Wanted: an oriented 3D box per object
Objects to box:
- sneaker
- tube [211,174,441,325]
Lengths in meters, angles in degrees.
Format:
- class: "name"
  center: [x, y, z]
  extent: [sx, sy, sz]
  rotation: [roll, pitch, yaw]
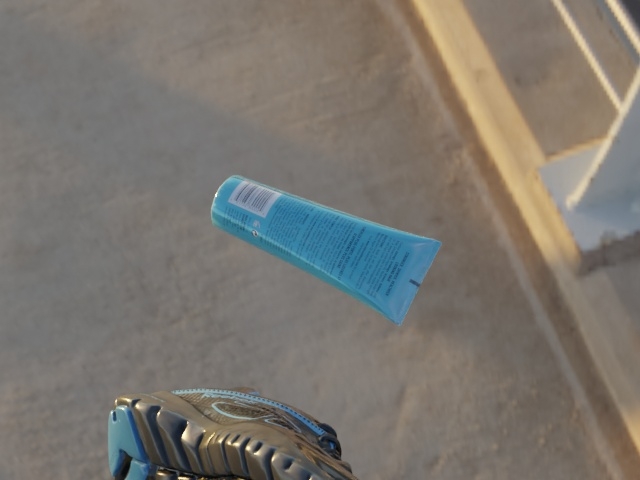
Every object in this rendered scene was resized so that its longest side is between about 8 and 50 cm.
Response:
- class: "sneaker"
  center: [-0.024, 0.173, 1.070]
  extent: [0.140, 0.125, 0.341]
  rotation: [-11, 21, -35]
- class: "tube"
  center: [0.000, 0.000, 1.281]
  extent: [0.207, 0.052, 0.080]
  rotation: [23, 88, 26]
